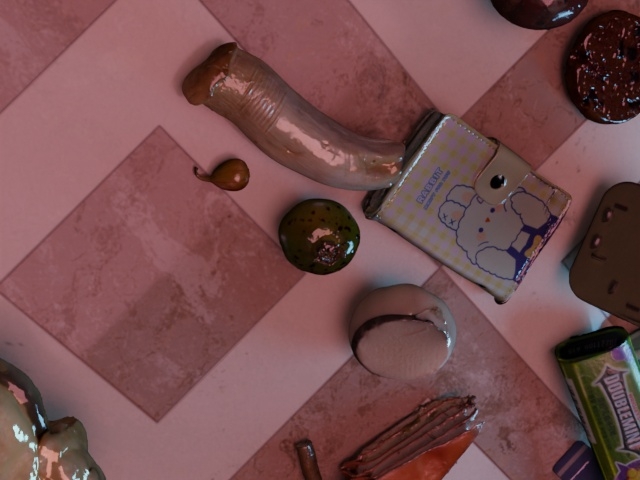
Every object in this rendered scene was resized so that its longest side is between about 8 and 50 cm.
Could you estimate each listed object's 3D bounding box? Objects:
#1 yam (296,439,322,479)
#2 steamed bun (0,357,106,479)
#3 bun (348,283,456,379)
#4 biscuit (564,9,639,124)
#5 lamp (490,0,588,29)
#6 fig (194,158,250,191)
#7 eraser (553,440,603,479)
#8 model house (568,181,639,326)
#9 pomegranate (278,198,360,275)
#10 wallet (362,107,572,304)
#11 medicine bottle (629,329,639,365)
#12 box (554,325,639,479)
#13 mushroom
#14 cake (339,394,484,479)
[{"bbox_3d":[-0.011,0.403,1.597,0.032,0.032,0.145,-21,110,-12],"label":"yam"},{"bbox_3d":[-0.479,0.345,1.310,0.325,0.230,0.372,-48,115,-15],"label":"steamed bun"},{"bbox_3d":[0.131,0.136,1.519,0.172,0.120,0.173,3,133,3],"label":"bun"},{"bbox_3d":[0.487,-0.286,1.565,0.192,0.049,0.192,-9,113,-21],"label":"biscuit"},{"bbox_3d":[0.329,-0.380,1.430,0.156,0.157,0.135,10,143,9],"label":"lamp"},{"bbox_3d":[-0.146,-0.098,1.403,0.083,0.050,0.050,1,105,-1],"label":"fig"},{"bbox_3d":[0.538,0.475,1.803,0.082,0.036,0.225,-47,114,-2],"label":"eraser"},{"bbox_3d":[0.599,0.039,1.651,0.278,0.204,0.219,11,104,-52],"label":"model house"},{"bbox_3d":[-0.002,-0.001,1.435,0.130,0.130,0.130,-5,107,-18],"label":"pomegranate"},{"bbox_3d":[0.243,-0.054,1.530,0.309,0.077,0.223,30,97,-26],"label":"wallet"},{"bbox_3d":[0.645,0.268,1.751,0.121,0.083,0.229,-23,112,9],"label":"medicine bottle"},{"bbox_3d":[0.538,0.329,1.694,0.134,0.097,0.346,-20,104,10],"label":"box"},{"bbox_3d":[-0.034,-0.167,1.385,0.351,0.095,0.123,27,110,-21],"label":"mushroom"},{"bbox_3d":[0.167,0.373,1.617,0.287,0.098,0.135,-37,112,-1],"label":"cake"}]
